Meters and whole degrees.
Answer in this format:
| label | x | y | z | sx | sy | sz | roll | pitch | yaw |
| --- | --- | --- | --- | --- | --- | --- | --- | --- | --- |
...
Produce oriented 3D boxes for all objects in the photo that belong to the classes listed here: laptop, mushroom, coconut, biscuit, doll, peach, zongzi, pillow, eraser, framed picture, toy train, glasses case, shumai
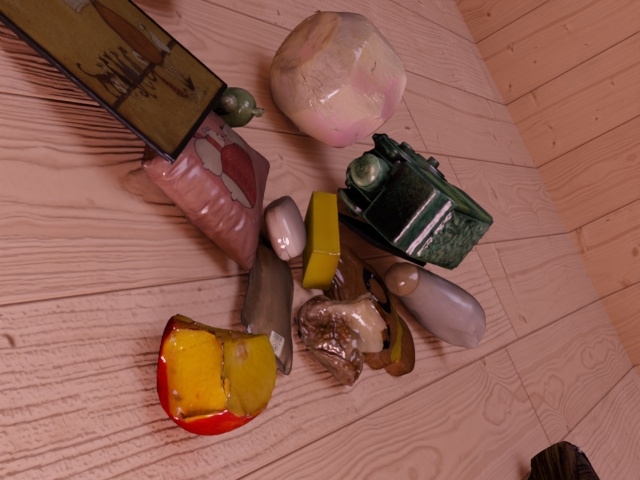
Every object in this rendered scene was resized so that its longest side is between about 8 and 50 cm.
| label | x | y | z | sx | sy | sz | roll | pitch | yaw |
| --- | --- | --- | --- | --- | --- | --- | --- | --- | --- |
| laptop | 0.101 | -0.008 | 1.718 | 0.135 | 0.016 | 0.197 | 37 | 9 | 32 |
| mushroom | 0.197 | 0.107 | 1.760 | 0.270 | 0.103 | 0.118 | 33 | 1 | -38 |
| coconut | 0.034 | -0.276 | 1.707 | 0.230 | 0.227 | 0.227 | 44 | 30 | -36 |
| biscuit | 0.077 | 0.108 | 1.600 | 0.290 | 0.041 | 0.208 | 48 | 27 | -29 |
| doll | -0.165 | -0.209 | 1.439 | 0.150 | 0.078 | 0.115 | 22 | 7 | -41 |
| peach | -0.117 | 0.154 | 1.080 | 0.151 | 0.118 | 0.151 | 24 | 8 | -4 |
| zongzi | 0.434 | 0.507 | 1.770 | 0.317 | 0.154 | 0.289 | 23 | 37 | -47 |
| pillow | -0.154 | -0.099 | 1.309 | 0.236 | 0.084 | 0.223 | 42 | 32 | -35 |
| eraser | 0.000 | 0.000 | 1.480 | 0.045 | 0.097 | 0.122 | 6 | 51 | -8 |
| framed picture | -0.279 | -0.261 | 1.222 | 0.338 | 0.014 | 0.255 | 41 | 29 | -12 |
| toy train | 0.170 | -0.062 | 1.735 | 0.238 | 0.167 | 0.299 | 47 | 16 | 30 |
| glasses case | -0.051 | -0.021 | 1.414 | 0.204 | 0.051 | 0.081 | -77 | 146 | -83 |
| shumai | 0.044 | 0.131 | 1.416 | 0.145 | 0.116 | 0.146 | 44 | 31 | -35 |
| pillow | -0.069 | 0.081 | 1.347 | 0.130 | 0.033 | 0.218 | 52 | 24 | -39 |
